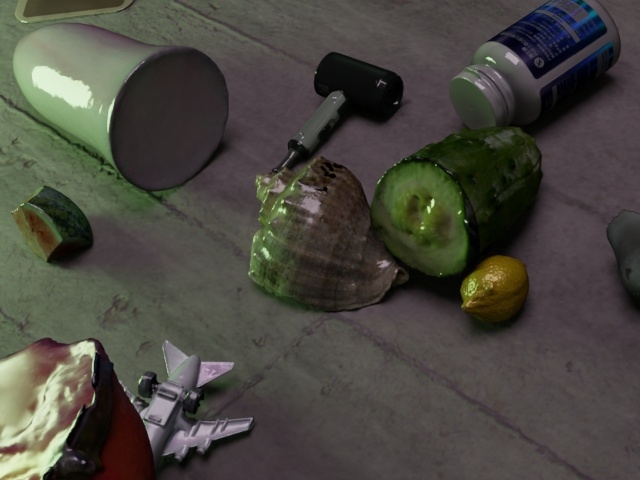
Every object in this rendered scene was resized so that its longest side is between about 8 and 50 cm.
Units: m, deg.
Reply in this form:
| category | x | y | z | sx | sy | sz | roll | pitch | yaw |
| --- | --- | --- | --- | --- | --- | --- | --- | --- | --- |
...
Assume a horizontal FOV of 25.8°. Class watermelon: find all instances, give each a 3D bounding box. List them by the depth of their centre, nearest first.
| category | x | y | z | sx | sy | sz | roll | pitch | yaw |
| --- | --- | --- | --- | --- | --- | --- | --- | --- | --- |
| watermelon | -0.306 | -0.022 | 1.590 | 0.072 | 0.084 | 0.092 | -23 | 2 | 19 |

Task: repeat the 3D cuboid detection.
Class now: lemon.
| category | x | y | z | sx | sy | sz | roll | pitch | yaw |
| --- | --- | --- | --- | --- | --- | --- | --- | --- | --- |
| lemon | 0.174 | 0.049 | 1.400 | 0.065 | 0.065 | 0.092 | 27 | 48 | 34 |

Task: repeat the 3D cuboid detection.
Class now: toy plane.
| category | x | y | z | sx | sy | sz | roll | pitch | yaw |
| --- | --- | --- | --- | --- | --- | --- | --- | --- | --- |
| toy plane | -0.153 | 0.173 | 1.355 | 0.162 | 0.065 | 0.171 | 17 | 46 | 13 |

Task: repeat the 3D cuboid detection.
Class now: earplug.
| category | x | y | z | sx | sy | sz | roll | pitch | yaw |
| --- | --- | --- | --- | --- | --- | --- | --- | --- | --- |
| earplug | -0.272 | -0.185 | 1.686 | 0.172 | 0.172 | 0.301 | -40 | 44 | -25 |

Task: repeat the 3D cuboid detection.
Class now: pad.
| category | x | y | z | sx | sy | sz | roll | pitch | yaw |
| --- | --- | --- | --- | --- | --- | --- | --- | --- | --- |
| pad | -0.339 | -0.401 | 2.017 | 0.176 | 0.002 | 0.266 | -6 | 44 | 8 |

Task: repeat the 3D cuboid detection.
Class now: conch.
| category | x | y | z | sx | sy | sz | roll | pitch | yaw |
| --- | --- | --- | --- | --- | --- | --- | --- | --- | --- |
| conch | 0.000 | 0.000 | 1.487 | 0.207 | 0.130 | 0.155 | 40 | 97 | 15 |

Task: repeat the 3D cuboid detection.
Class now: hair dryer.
| category | x | y | z | sx | sy | sz | roll | pitch | yaw |
| --- | --- | --- | --- | --- | --- | --- | --- | --- | --- |
| hair dryer | 0.006 | -0.137 | 1.646 | 0.100 | 0.057 | 0.197 | 24 | 64 | 32 |

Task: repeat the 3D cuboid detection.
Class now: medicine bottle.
| category | x | y | z | sx | sy | sz | roll | pitch | yaw |
| --- | --- | --- | --- | --- | --- | --- | --- | --- | --- |
| medicine bottle | 0.244 | -0.200 | 1.604 | 0.191 | 0.107 | 0.107 | -34 | 48 | -20 |

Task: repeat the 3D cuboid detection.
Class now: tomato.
| category | x | y | z | sx | sy | sz | roll | pitch | yaw |
| --- | --- | --- | --- | --- | --- | --- | --- | --- | --- |
| tomato | -0.272 | 0.255 | 1.226 | 0.290 | 0.176 | 0.335 | -15 | 42 | 31 |

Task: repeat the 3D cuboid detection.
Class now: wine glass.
| category | x | y | z | sx | sy | sz | roll | pitch | yaw |
| --- | --- | --- | --- | --- | --- | --- | --- | --- | --- |
| wine glass | 0.340 | 0.051 | 1.350 | 0.079 | 0.079 | 0.195 | -14 | 45 | -1 |

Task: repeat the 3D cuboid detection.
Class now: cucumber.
| category | x | y | z | sx | sy | sz | roll | pitch | yaw |
| --- | --- | --- | --- | --- | --- | --- | --- | --- | --- |
| cucumber | 0.166 | -0.062 | 1.472 | 0.134 | 0.134 | 0.244 | 19 | 34 | 29 |
